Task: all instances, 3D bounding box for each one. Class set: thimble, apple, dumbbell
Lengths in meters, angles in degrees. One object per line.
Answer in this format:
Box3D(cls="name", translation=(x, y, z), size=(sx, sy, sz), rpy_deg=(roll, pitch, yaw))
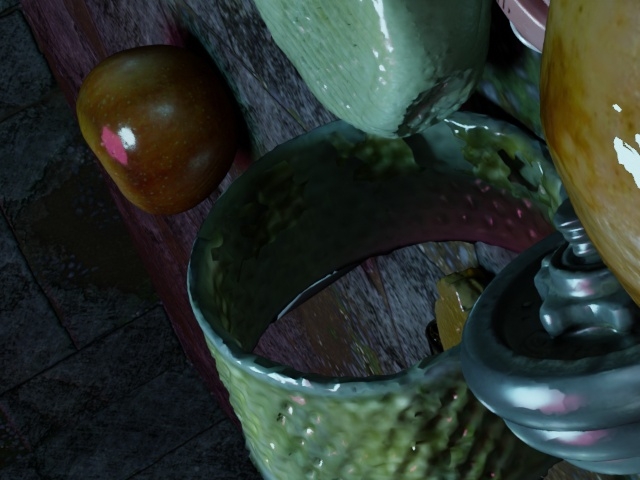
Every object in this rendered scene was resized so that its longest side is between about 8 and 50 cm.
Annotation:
Box3D(cls="thimble", translation=(0.051, 0.045, 0.990), size=(0.271, 0.271, 0.150), rpy_deg=(47, 162, 45))
Box3D(cls="apple", translation=(-0.192, -0.141, 1.791), size=(0.210, 0.173, 0.235), rpy_deg=(57, 178, -10))
Box3D(cls="dumbbell", translation=(0.211, 0.150, 0.790), size=(0.406, 0.179, 0.179), rpy_deg=(64, 167, -21))

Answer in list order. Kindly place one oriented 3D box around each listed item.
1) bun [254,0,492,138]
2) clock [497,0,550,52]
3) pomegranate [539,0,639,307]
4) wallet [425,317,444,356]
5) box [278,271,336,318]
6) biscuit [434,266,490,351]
Box3D(cls="bun", translation=(0.034, -0.170, 0.927), size=(0.221, 0.108, 0.221), rpy_deg=(53, 158, 32))
Box3D(cls="clock", translation=(0.118, -0.139, 0.689), size=(0.166, 0.093, 0.162), rpy_deg=(55, 170, 20))
Box3D(cls="pomegranate", translation=(0.160, -0.046, 0.438), size=(0.215, 0.215, 0.215), rpy_deg=(56, 168, 19))
Box3D(cls="wallet", translation=(0.159, 0.195, 1.459), size=(0.133, 0.039, 0.243), rpy_deg=(50, 165, 41))
Box3D(cls="box", translation=(0.000, 0.000, 1.419), size=(0.079, 0.135, 0.269), rpy_deg=(55, 169, 3))
Box3D(cls="biscuit", translation=(0.149, 0.096, 1.243), size=(0.170, 0.050, 0.170), rpy_deg=(158, 90, -79))
